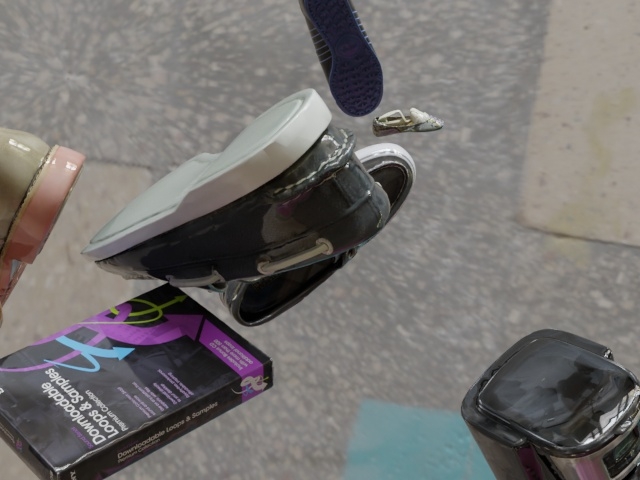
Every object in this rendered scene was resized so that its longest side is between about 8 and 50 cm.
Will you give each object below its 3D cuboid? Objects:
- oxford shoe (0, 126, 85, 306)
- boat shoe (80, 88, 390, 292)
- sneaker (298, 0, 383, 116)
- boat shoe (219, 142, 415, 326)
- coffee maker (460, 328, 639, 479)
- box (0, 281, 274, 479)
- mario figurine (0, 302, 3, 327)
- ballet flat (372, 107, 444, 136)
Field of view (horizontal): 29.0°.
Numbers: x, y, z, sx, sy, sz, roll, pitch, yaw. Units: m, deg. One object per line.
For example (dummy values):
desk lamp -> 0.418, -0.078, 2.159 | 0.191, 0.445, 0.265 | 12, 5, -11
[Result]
oxford shoe -> -0.388, -0.013, 1.380 | 0.146, 0.397, 0.140 | 29, 48, -14
boat shoe -> -0.068, -0.007, 0.824 | 0.091, 0.302, 0.114 | 50, 63, -13
sneaker -> 0.028, -0.281, 1.707 | 0.081, 0.090, 0.232 | -17, 131, 4
boat shoe -> 0.000, 0.000, 1.159 | 0.228, 0.076, 0.080 | -36, 114, 5
coffee maker -> 0.171, 0.164, 0.896 | 0.120, 0.171, 0.178 | -57, 132, -40
box -> -0.128, 0.090, 0.790 | 0.162, 0.116, 0.029 | -27, 133, -33
mario figurine -> -0.330, -0.027, 0.715 | 0.170, 0.198, 0.320 | -64, 148, -26
ballet flat -> 0.135, -0.186, 1.933 | 0.114, 0.041, 0.041 | -5, 99, 13
